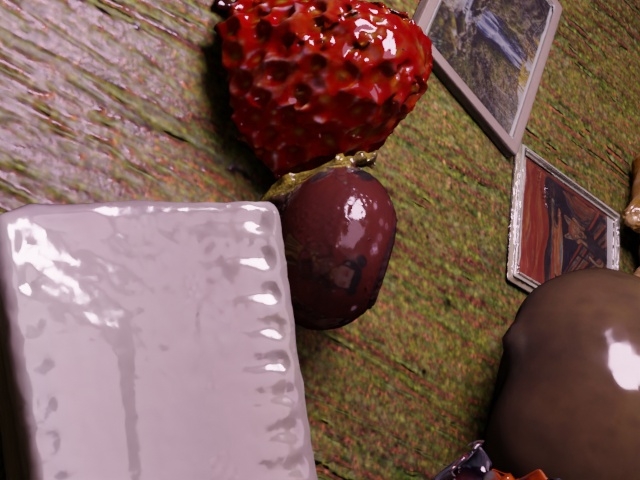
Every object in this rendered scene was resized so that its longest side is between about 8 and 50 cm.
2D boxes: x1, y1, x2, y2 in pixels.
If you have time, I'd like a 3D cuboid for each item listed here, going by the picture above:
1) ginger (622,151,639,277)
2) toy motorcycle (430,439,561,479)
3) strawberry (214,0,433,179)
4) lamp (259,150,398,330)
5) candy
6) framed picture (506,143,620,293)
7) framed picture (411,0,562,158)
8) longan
[{"bbox_3d":[0.527,0.054,1.301,0.236,0.166,0.375,-23,74,-14],"label":"ginger"},{"bbox_3d":[0.085,0.303,0.728,0.325,0.221,0.148,-20,73,-49],"label":"toy motorcycle"},{"bbox_3d":[0.021,-0.176,0.827,0.234,0.178,0.234,21,62,-45],"label":"strawberry"},{"bbox_3d":[-0.001,0.003,0.786,0.135,0.156,0.157,14,41,4],"label":"lamp"},{"bbox_3d":[-0.121,0.152,0.600,0.208,0.145,0.359,-6,83,-30],"label":"candy"},{"bbox_3d":[0.356,0.005,1.196,0.273,0.016,0.216,26,62,-36],"label":"framed picture"},{"bbox_3d":[0.240,-0.306,1.169,0.240,0.020,0.324,44,53,-27],"label":"framed picture"},{"bbox_3d":[0.318,0.200,0.938,0.288,0.288,0.350,28,55,-35],"label":"longan"}]
